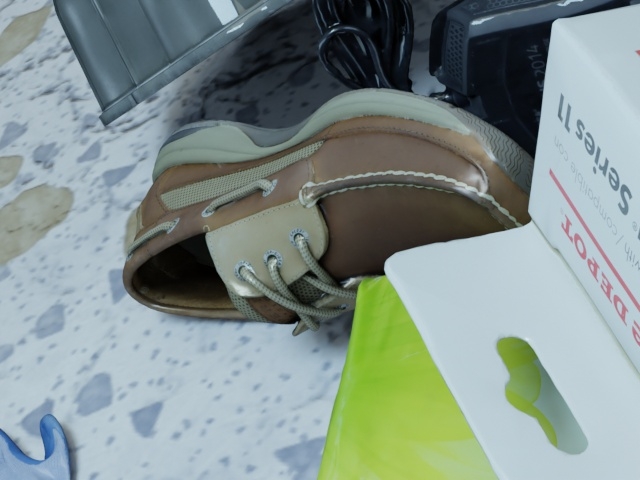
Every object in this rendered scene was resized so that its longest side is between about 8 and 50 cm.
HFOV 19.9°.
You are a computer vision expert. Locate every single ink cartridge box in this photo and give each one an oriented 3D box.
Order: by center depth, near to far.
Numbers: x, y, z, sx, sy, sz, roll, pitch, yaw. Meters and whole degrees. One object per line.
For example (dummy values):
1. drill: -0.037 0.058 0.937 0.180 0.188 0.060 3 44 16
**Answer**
1. ink cartridge box: 0.222 -0.008 0.740 0.353 0.119 0.207 -14 45 -15

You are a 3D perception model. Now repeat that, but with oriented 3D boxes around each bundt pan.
1. bundt pan: -0.037 -0.214 1.172 0.330 0.124 0.331 -33 6 4

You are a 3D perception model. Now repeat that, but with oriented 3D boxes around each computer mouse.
1. computer mouse: 0.141 -0.116 1.030 0.272 0.188 0.072 -8 39 13

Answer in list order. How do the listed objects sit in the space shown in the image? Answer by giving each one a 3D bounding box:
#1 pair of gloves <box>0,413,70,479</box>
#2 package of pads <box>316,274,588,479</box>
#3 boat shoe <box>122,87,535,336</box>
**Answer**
1. pair of gloves: -0.211 0.178 1.037 0.198 0.023 0.159 -44 39 -17
2. package of pads: 0.105 0.124 0.812 0.229 0.101 0.297 -12 39 22
3. boat shoe: 0.000 0.000 1.012 0.324 0.123 0.116 -6 49 54
